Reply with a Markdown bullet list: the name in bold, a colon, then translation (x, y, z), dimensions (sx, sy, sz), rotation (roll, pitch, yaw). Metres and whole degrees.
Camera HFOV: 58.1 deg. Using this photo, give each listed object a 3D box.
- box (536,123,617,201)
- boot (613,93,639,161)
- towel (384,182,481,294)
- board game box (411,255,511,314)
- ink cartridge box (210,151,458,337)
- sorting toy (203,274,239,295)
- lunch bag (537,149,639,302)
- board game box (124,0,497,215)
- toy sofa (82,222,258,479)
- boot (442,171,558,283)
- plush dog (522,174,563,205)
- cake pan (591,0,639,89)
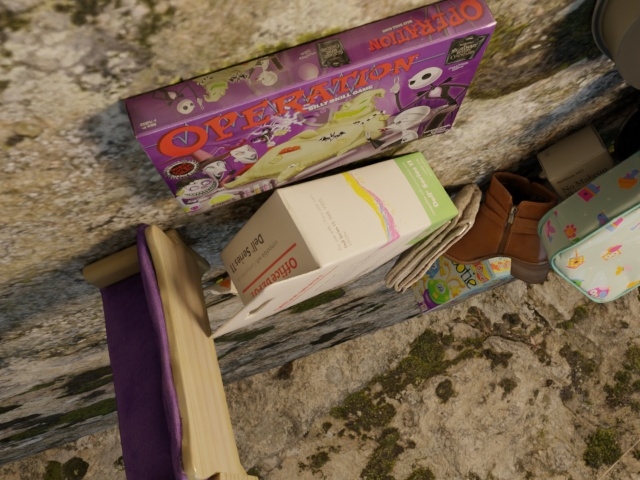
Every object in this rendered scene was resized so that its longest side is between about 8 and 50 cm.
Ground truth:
- **box**: translation (0.526, -0.076, 1.082), dimensions (0.113, 0.094, 0.275), rotation (-32, 122, 27)
- **boot**: translation (0.601, -0.163, 1.016), dimensions (0.222, 0.118, 0.338), rotation (-13, 130, -20)
- **towel**: translation (0.209, -0.008, 1.029), dimensions (0.187, 0.049, 0.282), rotation (-48, 176, 25)
- **board game box**: translation (0.394, 0.084, 1.605), dimensions (0.144, 0.142, 0.275), rotation (-6, 158, -40)
- **ink cartridge box**: translation (0.000, 0.000, 0.819), dimensions (0.353, 0.119, 0.207), rotation (-20, 166, -39)
- **sorting toy**: translation (-0.188, 0.090, 1.111), dimensions (0.075, 0.045, 0.083), rotation (-18, 165, 16)
- **lunch bag**: translation (0.531, -0.019, 0.990), dimensions (0.224, 0.108, 0.279), rotation (29, 125, -32)
- **board game box**: translation (-0.005, -0.132, 0.615), dimensions (0.346, 0.056, 0.208), rotation (-19, 159, -5)
- **toy sofa**: translation (-0.215, 0.169, 0.751), dimensions (0.150, 0.363, 0.177), rotation (-23, 152, 8)
- **boot**: translation (0.336, -0.040, 1.158), dimensions (0.109, 0.283, 0.220), rotation (-42, 140, -26)
- **plush dog**: translation (0.479, -0.044, 1.280), dimensions (0.262, 0.211, 0.225), rotation (-10, -173, -26)
- **cake pan**: translation (0.447, -0.242, 0.605), dimensions (0.292, 0.054, 0.293), rotation (3, 161, 1)
